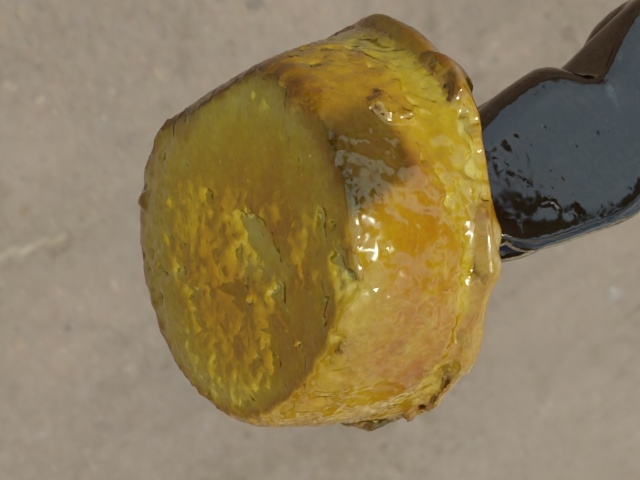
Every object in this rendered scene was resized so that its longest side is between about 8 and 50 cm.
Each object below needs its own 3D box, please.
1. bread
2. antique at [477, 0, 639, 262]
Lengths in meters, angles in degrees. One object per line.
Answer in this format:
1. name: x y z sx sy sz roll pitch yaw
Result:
1. bread: 0.000 0.000 1.148 0.146 0.268 0.268 -7 136 -37
2. antique: 0.175 -0.070 1.292 0.257 0.121 0.143 -34 -178 -17
